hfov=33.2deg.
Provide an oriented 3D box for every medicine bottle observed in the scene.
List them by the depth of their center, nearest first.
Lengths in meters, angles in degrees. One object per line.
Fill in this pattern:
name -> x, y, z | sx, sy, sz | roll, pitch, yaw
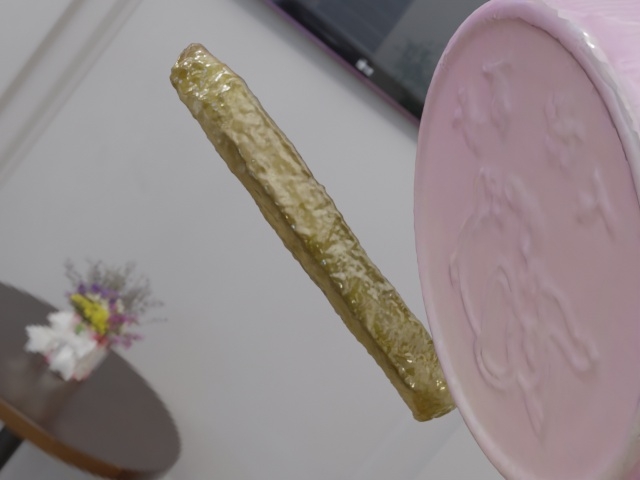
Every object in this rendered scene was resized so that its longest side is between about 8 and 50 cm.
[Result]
medicine bottle -> 0.218, -0.013, 0.454 | 0.316, 0.202, 0.202 | -6, 26, -19

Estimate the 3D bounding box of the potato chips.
potato chips -> 0.000, 0.000, 0.927 | 0.407, 0.057, 0.080 | 54, -10, -6
